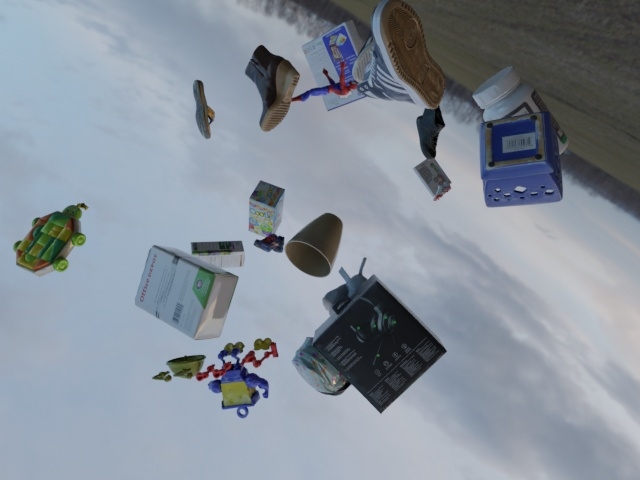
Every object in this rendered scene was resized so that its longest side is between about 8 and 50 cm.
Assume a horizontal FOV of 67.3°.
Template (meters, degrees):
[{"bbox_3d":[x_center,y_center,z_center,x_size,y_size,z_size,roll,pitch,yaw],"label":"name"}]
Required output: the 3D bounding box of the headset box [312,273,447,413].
[{"bbox_3d":[0.147,0.267,1.304,0.283,0.246,0.131,44,-175,-2],"label":"headset box"}]

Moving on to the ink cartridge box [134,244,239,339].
[{"bbox_3d":[-0.323,0.119,1.150,0.219,0.161,0.092,21,-176,30],"label":"ink cartridge box"}]

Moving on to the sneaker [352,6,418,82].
[{"bbox_3d":[0.235,-0.745,1.835,0.126,0.321,0.127,34,-163,-30],"label":"sneaker"}]

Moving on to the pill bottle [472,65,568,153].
[{"bbox_3d":[0.750,-0.458,1.816,0.361,0.204,0.204,50,-160,-12],"label":"pill bottle"}]

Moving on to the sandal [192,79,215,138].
[{"bbox_3d":[-0.340,-0.387,1.427,0.049,0.180,0.072,-20,-142,-29],"label":"sandal"}]

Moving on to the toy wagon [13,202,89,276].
[{"bbox_3d":[-1.078,-0.023,1.948,0.267,0.345,0.068,17,157,22],"label":"toy wagon"}]

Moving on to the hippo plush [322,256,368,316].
[{"bbox_3d":[0.147,0.275,1.912,0.294,0.234,0.237,-111,-2,-55],"label":"hippo plush"}]

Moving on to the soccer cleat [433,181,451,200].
[{"bbox_3d":[0.393,-0.160,1.576,0.036,0.083,0.029,48,164,9],"label":"soccer cleat"}]

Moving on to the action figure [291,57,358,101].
[{"bbox_3d":[0.001,-0.582,1.748,0.280,0.139,0.091,-8,-161,-8],"label":"action figure"}]

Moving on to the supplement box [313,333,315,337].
[{"bbox_3d":[0.056,0.511,2.087,0.240,0.073,0.130,54,-152,-14],"label":"supplement box"}]

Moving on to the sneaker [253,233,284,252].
[{"bbox_3d":[-0.247,0.006,2.325,0.083,0.087,0.221,21,-173,25],"label":"sneaker"}]

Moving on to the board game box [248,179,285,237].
[{"bbox_3d":[-0.285,-0.157,2.516,0.141,0.275,0.144,21,-126,5],"label":"board game box"}]

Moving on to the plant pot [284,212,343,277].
[{"bbox_3d":[0.000,0.000,2.385,0.256,0.256,0.274,34,-124,0],"label":"plant pot"}]

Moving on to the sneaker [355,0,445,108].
[{"bbox_3d":[0.117,-0.333,0.879,0.153,0.099,0.282,23,179,32],"label":"sneaker"}]

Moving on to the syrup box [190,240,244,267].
[{"bbox_3d":[-0.471,0.065,2.200,0.236,0.097,0.093,-3,-145,-17],"label":"syrup box"}]

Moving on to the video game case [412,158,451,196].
[{"bbox_3d":[0.500,-0.288,2.143,0.143,0.019,0.157,-35,-90,-34],"label":"video game case"}]

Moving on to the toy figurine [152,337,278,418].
[{"bbox_3d":[-0.286,0.445,1.430,0.191,0.362,0.218,-59,-43,-75],"label":"toy figurine"}]

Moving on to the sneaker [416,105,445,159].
[{"bbox_3d":[0.344,-0.336,1.469,0.051,0.089,0.170,-21,-82,-35],"label":"sneaker"}]

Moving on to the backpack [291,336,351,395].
[{"bbox_3d":[-0.001,0.377,1.434,0.115,0.151,0.182,-53,-52,-35],"label":"backpack"}]

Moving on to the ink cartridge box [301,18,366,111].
[{"bbox_3d":[0.083,-0.751,2.090,0.072,0.303,0.308,-40,-67,-33],"label":"ink cartridge box"}]

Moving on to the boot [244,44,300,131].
[{"bbox_3d":[-0.192,-0.532,1.688,0.206,0.249,0.090,41,-158,24],"label":"boot"}]

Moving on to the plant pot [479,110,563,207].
[{"bbox_3d":[0.612,-0.255,1.489,0.212,0.235,0.236,39,-127,-55],"label":"plant pot"}]
